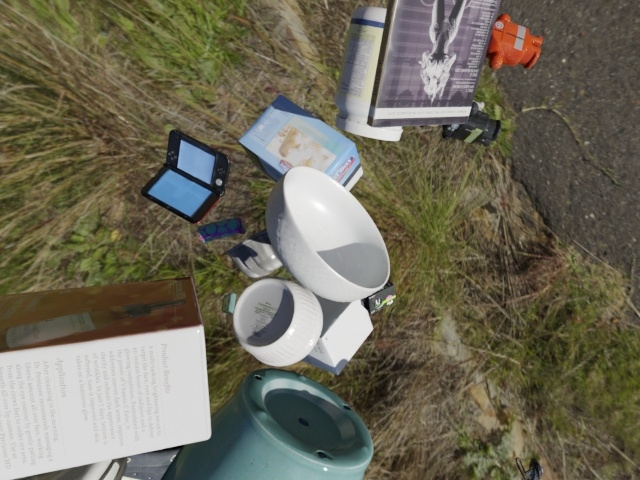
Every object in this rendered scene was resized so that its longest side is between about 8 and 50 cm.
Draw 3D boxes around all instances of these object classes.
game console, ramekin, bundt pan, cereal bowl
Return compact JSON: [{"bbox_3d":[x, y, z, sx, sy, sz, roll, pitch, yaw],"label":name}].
[{"bbox_3d":[-0.259,-0.124,0.892,0.143,0.085,0.124,28,123,12],"label":"game console"},{"bbox_3d":[-0.108,0.182,1.097,0.206,0.109,0.207,-10,63,20],"label":"ramekin"},{"bbox_3d":[-0.123,0.014,1.451,0.330,0.331,0.124,-27,91,22],"label":"bundt pan"},{"bbox_3d":[0.000,0.000,1.091,0.141,0.339,0.339,-38,94,31],"label":"cereal bowl"}]

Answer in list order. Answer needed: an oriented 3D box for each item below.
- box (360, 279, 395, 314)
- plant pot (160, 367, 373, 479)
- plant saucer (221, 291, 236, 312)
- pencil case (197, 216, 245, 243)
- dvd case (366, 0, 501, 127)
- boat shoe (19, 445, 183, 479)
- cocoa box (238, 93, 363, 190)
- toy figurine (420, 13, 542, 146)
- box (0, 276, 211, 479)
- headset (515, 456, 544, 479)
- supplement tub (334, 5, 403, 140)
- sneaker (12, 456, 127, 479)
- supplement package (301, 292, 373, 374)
[{"bbox_3d":[0.152,0.145,1.245,0.083,0.052,0.062,-23,125,-19],"label":"box"},{"bbox_3d":[-0.069,0.317,0.592,0.271,0.271,0.256,28,99,6],"label":"plant pot"},{"bbox_3d":[-0.307,0.208,1.555,0.018,0.192,0.067,10,79,-18],"label":"plant saucer"},{"bbox_3d":[-0.331,-0.035,1.571,0.151,0.070,0.065,-13,127,6],"label":"pencil case"},{"bbox_3d":[0.137,-0.241,0.530,0.018,0.164,0.222,39,131,45],"label":"dvd case"},{"bbox_3d":[-0.438,0.397,0.956,0.156,0.186,0.500,-51,133,-2],"label":"boat shoe"},{"bbox_3d":[-0.063,-0.286,1.615,0.347,0.228,0.231,38,83,20],"label":"cocoa box"},{"bbox_3d":[0.251,-0.288,0.813,0.148,0.210,0.213,18,119,-4],"label":"toy figurine"},{"bbox_3d":[-0.179,0.095,0.363,0.170,0.130,0.091,-5,103,-18],"label":"box"},{"bbox_3d":[0.376,0.614,0.932,0.243,0.394,0.185,17,132,31],"label":"headset"},{"bbox_3d":[0.171,-0.470,1.335,0.235,0.235,0.325,16,111,11],"label":"supplement tub"},{"bbox_3d":[-0.512,0.382,0.626,0.258,0.447,0.169,58,146,-7],"label":"sneaker"},{"bbox_3d":[0.006,0.244,1.350,0.203,0.194,0.149,9,131,41],"label":"supplement package"}]
